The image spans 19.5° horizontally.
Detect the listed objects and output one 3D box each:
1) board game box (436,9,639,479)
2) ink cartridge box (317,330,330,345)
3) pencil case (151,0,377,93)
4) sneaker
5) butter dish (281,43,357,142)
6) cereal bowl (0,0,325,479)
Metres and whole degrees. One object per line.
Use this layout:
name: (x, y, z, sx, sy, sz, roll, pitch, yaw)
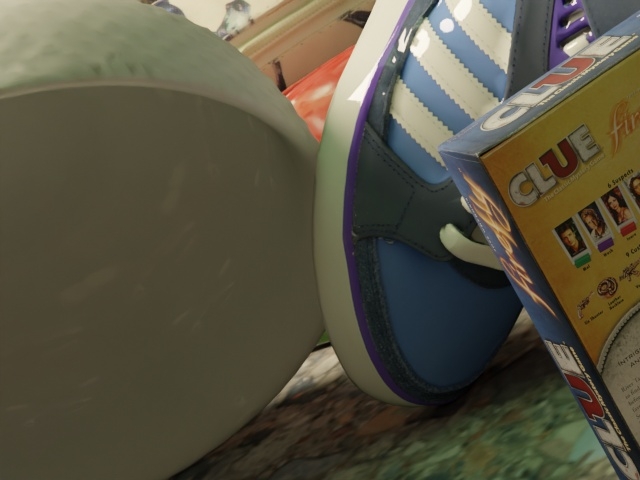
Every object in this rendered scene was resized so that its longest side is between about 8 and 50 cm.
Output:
board game box: (0.186, -0.031, 0.728, 0.243, 0.165, 0.042, -33, 16, -12)
ink cartridge box: (0.000, 0.000, 1.206, 0.109, 0.062, 0.209, -21, 17, 38)
pencil case: (-0.085, -0.084, 1.205, 0.410, 0.160, 0.183, -38, -13, -20)
sneaker: (0.128, -0.061, 0.841, 0.130, 0.323, 0.236, 12, 2, -40)
butter dish: (0.038, -0.055, 1.075, 0.160, 0.160, 0.118, -37, -17, -23)
cereal bowl: (-0.163, 0.001, 0.956, 0.339, 0.339, 0.141, -30, 53, 3)
